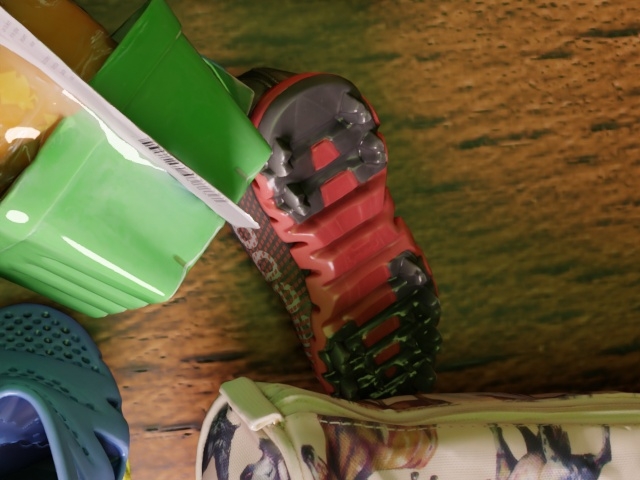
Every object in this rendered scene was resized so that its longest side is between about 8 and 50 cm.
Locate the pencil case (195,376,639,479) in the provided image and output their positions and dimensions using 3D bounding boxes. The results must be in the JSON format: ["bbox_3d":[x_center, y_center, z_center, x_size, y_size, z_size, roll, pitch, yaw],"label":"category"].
[{"bbox_3d":[0.122,0.164,1.126,0.410,0.160,0.184,2,107,-23],"label":"pencil case"}]

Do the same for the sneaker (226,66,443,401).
[{"bbox_3d":[0.000,0.000,1.157,0.097,0.135,0.276,-31,124,-18],"label":"sneaker"}]

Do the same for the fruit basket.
[{"bbox_3d":[-0.203,-0.111,0.995,0.353,0.327,0.165,44,73,-10],"label":"fruit basket"}]

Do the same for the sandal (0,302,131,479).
[{"bbox_3d":[-0.173,0.135,1.033,0.126,0.317,0.138,0,126,-7],"label":"sandal"}]
